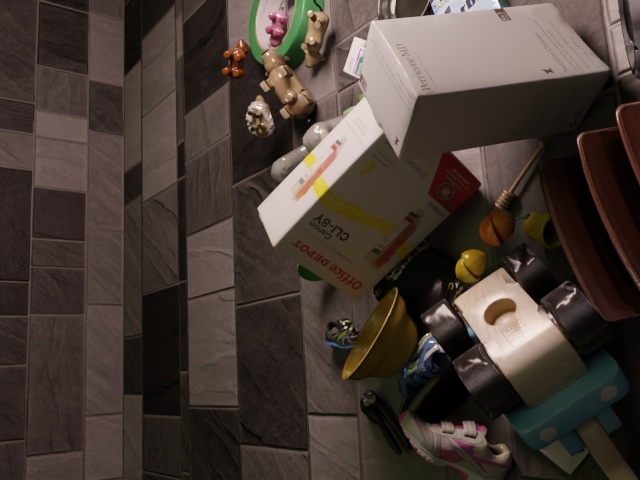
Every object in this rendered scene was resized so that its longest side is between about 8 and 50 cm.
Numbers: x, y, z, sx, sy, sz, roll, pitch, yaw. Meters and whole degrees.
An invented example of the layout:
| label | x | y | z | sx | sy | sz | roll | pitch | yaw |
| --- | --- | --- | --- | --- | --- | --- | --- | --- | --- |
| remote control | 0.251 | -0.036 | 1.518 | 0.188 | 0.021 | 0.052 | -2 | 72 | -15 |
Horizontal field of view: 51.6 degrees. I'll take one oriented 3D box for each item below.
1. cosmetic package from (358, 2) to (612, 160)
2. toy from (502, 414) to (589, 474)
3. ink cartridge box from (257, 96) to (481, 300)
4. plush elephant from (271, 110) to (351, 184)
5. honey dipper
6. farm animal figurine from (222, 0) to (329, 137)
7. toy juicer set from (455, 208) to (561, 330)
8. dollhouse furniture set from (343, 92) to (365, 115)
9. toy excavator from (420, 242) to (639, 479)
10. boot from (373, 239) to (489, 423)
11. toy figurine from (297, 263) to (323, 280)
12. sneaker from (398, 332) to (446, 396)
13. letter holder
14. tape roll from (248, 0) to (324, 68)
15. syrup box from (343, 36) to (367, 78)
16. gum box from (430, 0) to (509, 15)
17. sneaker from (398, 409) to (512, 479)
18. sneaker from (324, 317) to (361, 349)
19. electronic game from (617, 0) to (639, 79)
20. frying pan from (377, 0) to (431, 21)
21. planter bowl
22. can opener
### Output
| label | x | y | z | sx | sy | sz | roll | pitch | yaw |
| --- | --- | --- | --- | --- | --- | --- | --- | --- | --- |
| cosmetic package | 0.287 | -0.295 | 1.205 | 0.156 | 0.385 | 0.217 | 104 | 148 | -51 |
| toy | 0.407 | 0.305 | 1.243 | 0.237 | 0.056 | 0.136 | 38 | 134 | 26 |
| ink cartridge box | 0.101 | -0.091 | 1.420 | 0.385 | 0.279 | 0.160 | -45 | 36 | 15 |
| plush elephant | 0.088 | -0.166 | 1.604 | 0.255 | 0.330 | 0.272 | 58 | 143 | 0 |
| honey dipper | 0.407 | -0.133 | 1.339 | 0.030 | 0.031 | 0.160 | 52 | 123 | 43 |
| farm animal figurine | -0.097 | -0.496 | 1.925 | 0.331 | 0.172 | 0.326 | -16 | 102 | 16 |
| toy juicer set | 0.345 | 0.096 | 1.242 | 0.089 | 0.209 | 0.328 | 28 | 108 | 60 |
| dollhouse furniture set | 0.090 | -0.337 | 1.768 | 0.152 | 0.059 | 0.076 | -22 | 68 | 50 |
| toy excavator | 0.417 | 0.281 | 1.065 | 0.222 | 0.445 | 0.433 | -38 | 27 | 8 |
| boot | 0.225 | 0.194 | 1.452 | 0.284 | 0.138 | 0.377 | 42 | 116 | 46 |
| toy figurine | 0.000 | 0.000 | 1.824 | 0.173 | 0.130 | 0.159 | -37 | 45 | 20 |
| sneaker | 0.206 | 0.256 | 1.318 | 0.059 | 0.053 | 0.144 | 38 | 107 | 43 |
| letter holder | 0.490 | -0.047 | 1.019 | 0.152 | 0.215 | 0.301 | 94 | 164 | -66 |
| tape roll | -0.112 | -0.703 | 2.074 | 0.321 | 0.077 | 0.321 | -11 | 77 | 53 |
| syrup box | 0.166 | -0.426 | 1.645 | 0.237 | 0.096 | 0.093 | 41 | 119 | 47 |
| gum box | 0.333 | -0.514 | 1.473 | 0.157 | 0.041 | 0.184 | -39 | 57 | 45 |
| sneaker | 0.275 | 0.402 | 1.328 | 0.111 | 0.252 | 0.103 | -58 | 5 | 7 |
| sneaker | 0.069 | 0.242 | 1.719 | 0.188 | 0.067 | 0.078 | -4 | 89 | 56 |
| electronic game | 0.516 | -0.366 | 1.069 | 0.048 | 0.229 | 0.229 | -9 | 77 | 22 |
| frying pan | 0.229 | -0.665 | 1.626 | 0.197 | 0.053 | 0.325 | 23 | 102 | 53 |
| planter bowl | 0.136 | 0.211 | 1.351 | 0.217 | 0.090 | 0.217 | -59 | 1 | 1 |
| can opener | 0.157 | 0.436 | 1.599 | 0.059 | 0.073 | 0.186 | -40 | 47 | -6 |
